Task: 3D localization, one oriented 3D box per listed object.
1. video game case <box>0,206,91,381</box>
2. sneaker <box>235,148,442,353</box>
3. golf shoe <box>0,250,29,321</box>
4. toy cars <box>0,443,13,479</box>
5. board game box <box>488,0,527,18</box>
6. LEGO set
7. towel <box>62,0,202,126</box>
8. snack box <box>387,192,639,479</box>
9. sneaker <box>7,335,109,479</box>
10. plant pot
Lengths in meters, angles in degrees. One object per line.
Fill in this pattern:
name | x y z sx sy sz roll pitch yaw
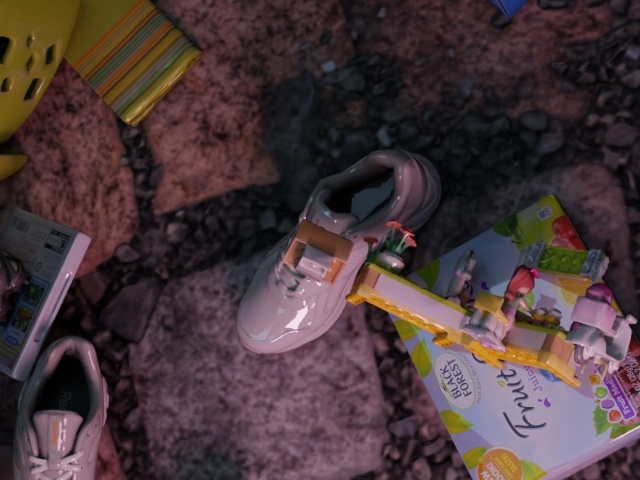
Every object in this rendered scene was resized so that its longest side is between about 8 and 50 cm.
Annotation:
video game case | -0.280 0.047 1.374 0.157 0.019 0.143 17 81 55
sneaker | 0.000 0.000 1.286 0.090 0.115 0.232 42 92 21
golf shoe | -0.352 0.013 1.380 0.198 0.094 0.077 14 80 52
toy cars | -0.325 0.289 1.341 0.176 0.087 0.393 -43 69 4
board game box | 0.166 -0.414 1.344 0.308 0.086 0.302 -45 69 4
LEGO set | 0.120 0.025 1.170 0.287 0.132 0.107 18 76 28
towel | -0.223 -0.223 1.463 0.102 0.021 0.237 -44 69 1
snack box | 0.173 0.094 1.234 0.174 0.070 0.207 -29 69 10
sneaker | -0.234 0.204 1.277 0.099 0.121 0.262 2 63 -9
plant pot | -0.392 -0.168 1.392 0.228 0.227 0.207 17 99 21
